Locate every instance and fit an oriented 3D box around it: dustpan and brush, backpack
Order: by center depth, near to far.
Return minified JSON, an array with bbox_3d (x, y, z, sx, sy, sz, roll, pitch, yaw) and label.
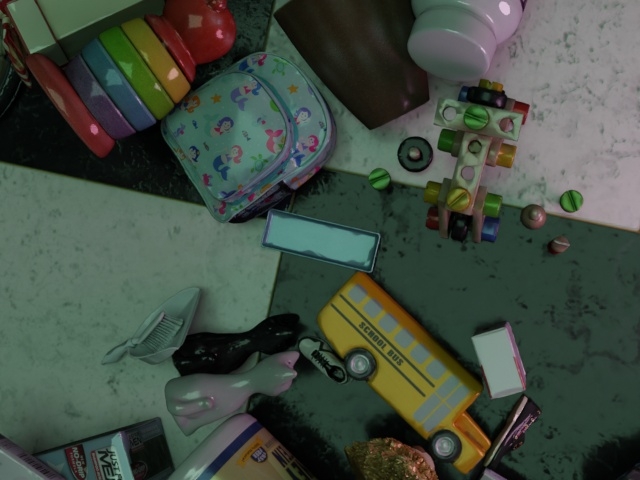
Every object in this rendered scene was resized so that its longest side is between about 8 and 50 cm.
[{"bbox_3d":[-0.107,-0.173,1.538,0.253,0.191,0.225,-32,82,2],"label":"backpack"},{"bbox_3d":[-0.291,0.164,1.598,0.060,0.147,0.211,35,126,-17],"label":"dustpan and brush"}]

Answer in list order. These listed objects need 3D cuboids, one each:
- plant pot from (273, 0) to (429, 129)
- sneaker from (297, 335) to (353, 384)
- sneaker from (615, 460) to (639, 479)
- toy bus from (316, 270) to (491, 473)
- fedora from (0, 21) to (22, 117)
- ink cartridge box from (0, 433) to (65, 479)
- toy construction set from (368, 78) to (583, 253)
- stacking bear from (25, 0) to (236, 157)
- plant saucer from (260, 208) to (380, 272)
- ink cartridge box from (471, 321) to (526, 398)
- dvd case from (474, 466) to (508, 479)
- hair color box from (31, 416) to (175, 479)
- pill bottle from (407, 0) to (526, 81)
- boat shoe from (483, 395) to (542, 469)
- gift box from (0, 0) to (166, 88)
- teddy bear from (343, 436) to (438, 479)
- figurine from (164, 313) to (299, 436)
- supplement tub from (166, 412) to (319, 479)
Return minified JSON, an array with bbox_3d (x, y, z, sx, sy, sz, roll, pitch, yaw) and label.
[{"bbox_3d":[0.074,-0.299,1.510,0.215,0.215,0.230,-27,97,8],"label":"plant pot"},{"bbox_3d":[0.008,0.194,1.569,0.109,0.044,0.040,36,96,11],"label":"sneaker"},{"bbox_3d":[0.544,0.336,1.442,0.341,0.139,0.125,-27,73,-11],"label":"sneaker"},{"bbox_3d":[0.140,0.207,1.515,0.332,0.108,0.130,43,93,9],"label":"toy bus"},{"bbox_3d":[-0.665,-0.338,1.647,0.334,0.152,0.334,0,87,10],"label":"fedora"},{"bbox_3d":[-0.521,0.411,1.456,0.189,0.066,0.232,31,89,9],"label":"ink cartridge box"},{"bbox_3d":[0.258,-0.098,1.440,0.309,0.237,0.257,40,94,8],"label":"toy construction set"},{"bbox_3d":[-0.257,-0.269,1.441,0.289,0.175,0.164,-36,72,-2],"label":"stacking bear"},{"bbox_3d":[0.000,0.000,1.591,0.192,0.018,0.067,13,90,9],"label":"plant saucer"},{"bbox_3d":[0.274,0.181,1.479,0.056,0.135,0.099,-18,85,11],"label":"ink cartridge box"},{"bbox_3d":[0.318,0.484,1.487,0.253,0.022,0.180,30,113,9],"label":"dvd case"},{"bbox_3d":[-0.446,0.399,1.565,0.374,0.185,0.113,-18,84,8],"label":"hair color box"},{"bbox_3d":[0.233,-0.395,1.446,0.169,0.169,0.301,18,69,10],"label":"pill bottle"},{"bbox_3d":[0.298,0.303,1.493,0.042,0.049,0.133,38,63,5],"label":"boat shoe"},{"bbox_3d":[-0.397,-0.376,1.559,0.258,0.276,0.255,-27,77,-8],"label":"gift box"},{"bbox_3d":[0.152,0.439,1.450,0.113,0.245,0.338,-24,87,-14],"label":"teddy bear"},{"bbox_3d":[-0.129,0.197,1.514,0.209,0.215,0.092,-21,112,4],"label":"figurine"},{"bbox_3d":[-0.085,0.446,1.481,0.316,0.228,0.228,42,95,8],"label":"supplement tub"}]
